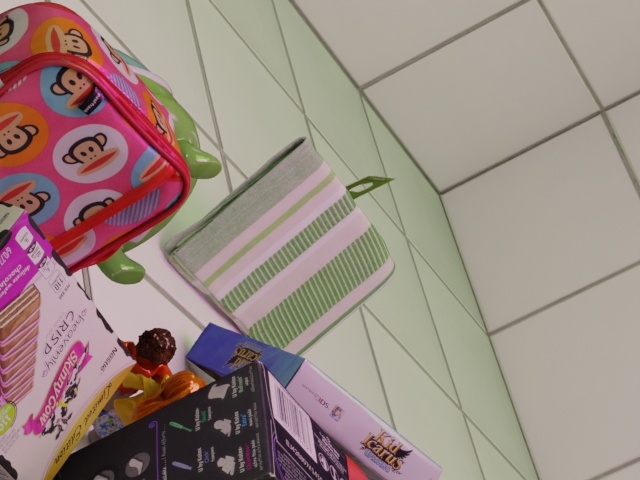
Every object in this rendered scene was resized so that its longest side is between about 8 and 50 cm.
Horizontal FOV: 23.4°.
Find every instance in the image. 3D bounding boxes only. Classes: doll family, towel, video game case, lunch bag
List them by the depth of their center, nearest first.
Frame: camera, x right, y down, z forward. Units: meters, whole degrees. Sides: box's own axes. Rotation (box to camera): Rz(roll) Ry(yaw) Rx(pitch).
[{"bbox_3d":[-0.270,-0.049,1.359,0.258,0.293,0.120,47,16,-46],"label":"lunch bag"},{"bbox_3d":[-0.127,0.195,1.594,0.263,0.163,0.118,32,40,-27],"label":"doll family"},{"bbox_3d":[-0.011,0.208,1.901,0.244,0.061,0.269,39,-12,-27],"label":"video game case"},{"bbox_3d":[-0.044,0.026,2.163,0.325,0.248,0.038,51,0,-45],"label":"towel"}]

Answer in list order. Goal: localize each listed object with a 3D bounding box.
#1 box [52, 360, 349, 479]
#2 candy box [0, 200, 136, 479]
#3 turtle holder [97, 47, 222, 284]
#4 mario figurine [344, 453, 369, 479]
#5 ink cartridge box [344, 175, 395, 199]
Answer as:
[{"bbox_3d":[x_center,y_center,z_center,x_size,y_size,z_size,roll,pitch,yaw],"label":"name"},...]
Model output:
[{"bbox_3d":[-0.121,0.254,1.371,0.165,0.270,0.143,53,17,-36],"label":"box"},{"bbox_3d":[-0.266,0.093,1.305,0.159,0.071,0.233,-56,146,-22],"label":"candy box"},{"bbox_3d":[-0.289,-0.097,1.597,0.320,0.243,0.227,-11,51,-35],"label":"turtle holder"},{"bbox_3d":[-0.036,0.373,1.658,0.198,0.170,0.320,90,11,-66],"label":"mario figurine"},{"bbox_3d":[0.000,0.000,2.316,0.097,0.255,0.189,65,14,7],"label":"ink cartridge box"}]
